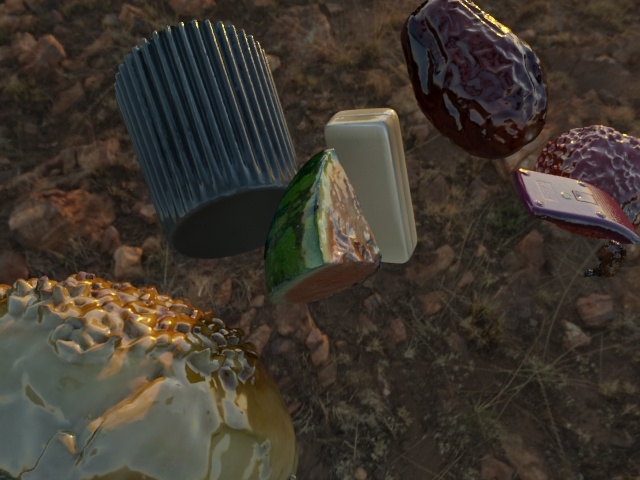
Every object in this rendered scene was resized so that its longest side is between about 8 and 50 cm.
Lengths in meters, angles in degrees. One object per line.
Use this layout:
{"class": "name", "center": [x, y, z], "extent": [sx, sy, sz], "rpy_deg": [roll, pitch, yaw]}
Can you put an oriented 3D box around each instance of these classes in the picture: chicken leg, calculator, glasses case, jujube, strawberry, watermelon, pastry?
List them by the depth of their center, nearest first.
{"class": "pastry", "center": [-0.220, 0.182, 0.571], "extent": [0.410, 0.409, 0.245], "rpy_deg": [13, 66, 6]}
{"class": "watermelon", "center": [-0.020, -0.011, 0.603], "extent": [0.128, 0.231, 0.146], "rpy_deg": [-11, 76, -21]}
{"class": "chicken leg", "center": [0.380, 0.031, 0.682], "extent": [0.036, 0.083, 0.021], "rpy_deg": [33, 60, 23]}
{"class": "calculator", "center": [0.405, -0.060, 0.820], "extent": [0.190, 0.034, 0.126], "rpy_deg": [14, 41, -8]}
{"class": "jujube", "center": [0.257, -0.274, 0.864], "extent": [0.197, 0.197, 0.290], "rpy_deg": [-30, 84, -21]}
{"class": "glasses case", "center": [0.104, -0.099, 1.012], "extent": [0.131, 0.313, 0.070], "rpy_deg": [4, 37, 29]}
{"class": "strawberry", "center": [0.662, -0.140, 1.230], "extent": [0.292, 0.310, 0.291], "rpy_deg": [0, 89, 10]}

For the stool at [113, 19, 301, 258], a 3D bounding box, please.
{"class": "stool", "center": [-0.186, -0.165, 0.934], "extent": [0.297, 0.297, 0.330], "rpy_deg": [-17, 69, -14]}
